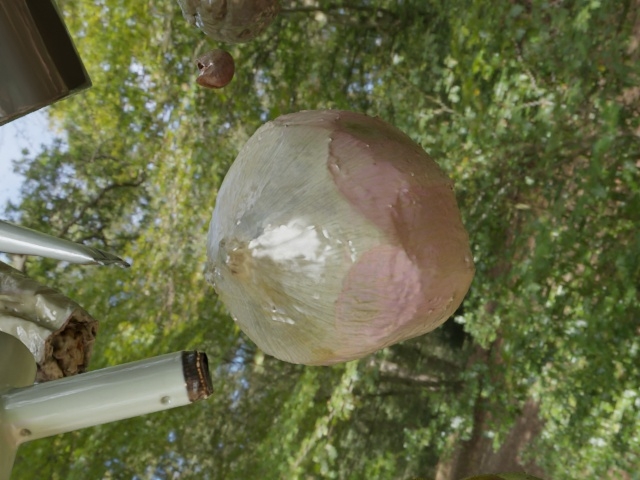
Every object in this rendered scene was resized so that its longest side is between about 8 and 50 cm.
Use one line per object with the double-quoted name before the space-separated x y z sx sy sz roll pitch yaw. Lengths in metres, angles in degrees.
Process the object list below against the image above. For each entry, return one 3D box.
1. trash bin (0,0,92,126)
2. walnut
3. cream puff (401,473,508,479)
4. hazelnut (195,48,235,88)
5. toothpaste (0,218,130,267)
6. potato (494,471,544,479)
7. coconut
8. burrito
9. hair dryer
"trash bin" -0.334 -0.210 0.559 0.219 0.220 0.250 -103 -9 -71
"walnut" -0.135 -0.372 0.954 0.230 0.178 0.178 149 139 -79
"cream puff" 0.128 0.365 0.538 0.291 0.324 0.257 -31 21 41
"hazelnut" -0.207 -0.334 1.291 0.086 0.086 0.086 16 -90 -76
"toothpaste" -0.234 -0.010 0.433 0.052 0.218 0.033 49 -127 -84
"potato" 0.302 0.449 1.090 0.160 0.111 0.271 -41 -42 -12
"coconut" 0.000 0.000 1.000 0.404 0.405 0.404 16 -90 -76
"burrito" -0.525 0.105 1.077 0.135 0.332 0.190 -57 -9 -22
"hair dryer" -0.275 0.176 0.723 0.203 0.362 0.128 -107 5 -55
